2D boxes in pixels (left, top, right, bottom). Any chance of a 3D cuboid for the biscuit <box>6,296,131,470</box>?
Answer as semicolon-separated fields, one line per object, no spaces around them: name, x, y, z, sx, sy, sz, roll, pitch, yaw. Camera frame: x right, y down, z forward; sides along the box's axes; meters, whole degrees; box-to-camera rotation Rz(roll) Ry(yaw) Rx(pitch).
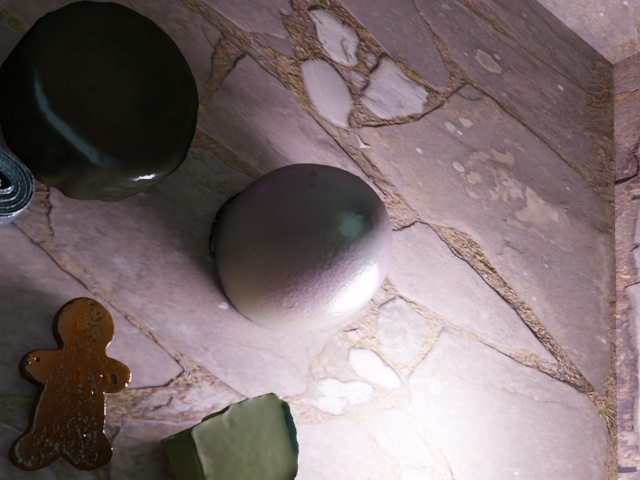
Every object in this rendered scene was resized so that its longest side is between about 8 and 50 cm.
biscuit;-0.428;0.246;1.327;0.197;0.049;0.301;19;64;-38

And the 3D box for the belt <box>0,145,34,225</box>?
belt;-0.578;-0.101;1.305;0.163;0.082;0.147;11;64;-37

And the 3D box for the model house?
model house;-0.167;0.396;1.391;0.214;0.189;0.195;-18;87;-42

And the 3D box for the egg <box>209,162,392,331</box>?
egg;0.000;0.000;1.567;0.354;0.340;0.354;12;69;-35

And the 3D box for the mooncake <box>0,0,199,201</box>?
mooncake;-0.409;-0.249;1.421;0.356;0.194;0.356;12;71;-38
